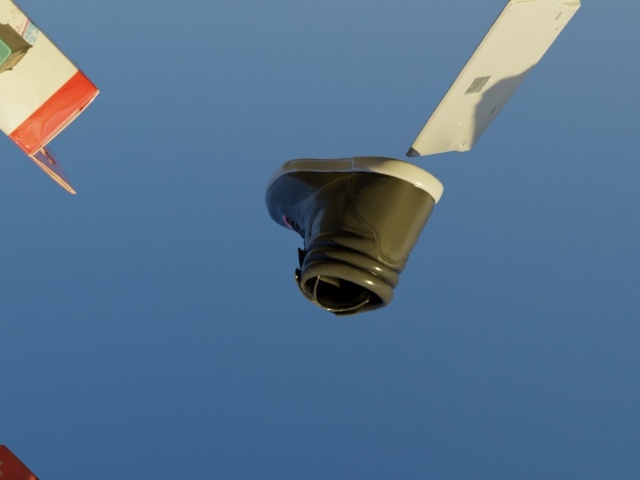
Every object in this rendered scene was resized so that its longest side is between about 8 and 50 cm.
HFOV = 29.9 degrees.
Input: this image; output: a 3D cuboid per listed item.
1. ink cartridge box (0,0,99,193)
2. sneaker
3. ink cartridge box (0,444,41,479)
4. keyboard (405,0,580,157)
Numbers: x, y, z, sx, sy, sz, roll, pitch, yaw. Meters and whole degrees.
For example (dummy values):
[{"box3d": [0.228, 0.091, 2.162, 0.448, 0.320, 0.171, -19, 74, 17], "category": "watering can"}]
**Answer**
[{"box3d": [-0.257, -0.152, 0.941, 0.078, 0.231, 0.134, -43, -153, -1], "category": "ink cartridge box"}, {"box3d": [0.000, 0.000, 1.242, 0.105, 0.146, 0.296, 32, 164, -25], "category": "sneaker"}, {"box3d": [-0.226, 0.291, 0.918, 0.218, 0.092, 0.158, 44, -115, 4], "category": "ink cartridge box"}, {"box3d": [0.151, -0.145, 1.092, 0.072, 0.256, 0.014, -5, -114, -20], "category": "keyboard"}]
